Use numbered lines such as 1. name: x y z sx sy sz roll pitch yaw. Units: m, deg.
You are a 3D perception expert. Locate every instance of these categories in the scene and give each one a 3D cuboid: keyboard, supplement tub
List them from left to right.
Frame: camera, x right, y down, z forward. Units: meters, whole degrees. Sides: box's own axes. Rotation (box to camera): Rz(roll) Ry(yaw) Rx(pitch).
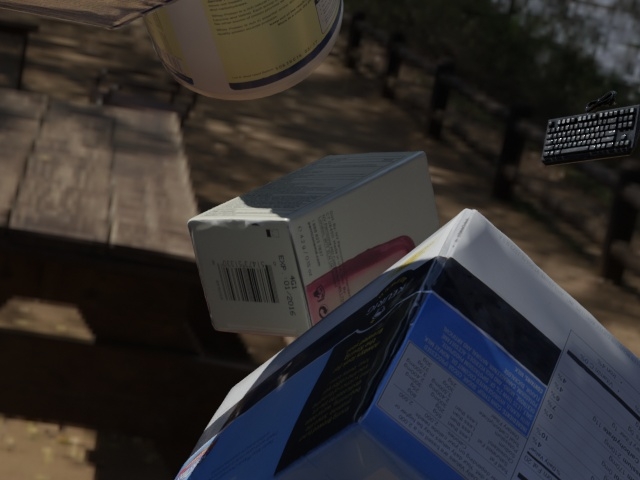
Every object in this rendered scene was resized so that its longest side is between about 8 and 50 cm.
1. supplement tub: -0.108 -0.336 1.605 0.235 0.235 0.325 15 -27 18
2. keyboard: 0.401 -0.169 2.121 0.023 0.108 0.180 28 -19 -33

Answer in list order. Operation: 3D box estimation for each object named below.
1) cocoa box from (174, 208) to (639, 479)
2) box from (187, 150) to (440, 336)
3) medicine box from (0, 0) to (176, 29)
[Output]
1. cocoa box: 0.053 0.190 1.077 0.231 0.347 0.228 41 45 -9
2. box: 0.000 0.000 1.507 0.148 0.127 0.232 1 19 42
3. medicine box: -0.243 -0.264 1.078 0.263 0.149 0.289 8 0 -20
